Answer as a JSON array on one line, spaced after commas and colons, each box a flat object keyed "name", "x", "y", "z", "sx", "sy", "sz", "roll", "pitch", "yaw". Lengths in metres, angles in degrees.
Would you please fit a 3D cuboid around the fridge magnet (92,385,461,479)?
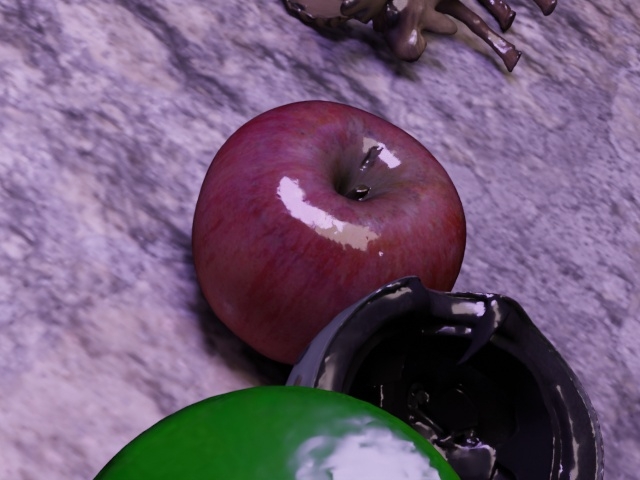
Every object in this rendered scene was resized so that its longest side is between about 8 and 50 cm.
[{"name": "fridge magnet", "x": -0.024, "y": 0.164, "z": 0.841, "sx": 0.208, "sy": 0.088, "sz": 0.208, "roll": -7, "pitch": 65, "yaw": 15}]

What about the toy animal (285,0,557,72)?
[{"name": "toy animal", "x": 0.067, "y": -0.186, "z": 1.357, "sx": 0.186, "sy": 0.094, "sz": 0.214, "roll": 26, "pitch": 30, "yaw": -11}]

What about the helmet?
[{"name": "helmet", "x": 0.047, "y": 0.106, "z": 0.986, "sx": 0.177, "sy": 0.107, "sz": 0.153, "roll": 21, "pitch": 64, "yaw": -34}]

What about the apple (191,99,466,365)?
[{"name": "apple", "x": 0.000, "y": 0.000, "z": 1.070, "sx": 0.153, "sy": 0.120, "sz": 0.153, "roll": 14, "pitch": 46, "yaw": -15}]
